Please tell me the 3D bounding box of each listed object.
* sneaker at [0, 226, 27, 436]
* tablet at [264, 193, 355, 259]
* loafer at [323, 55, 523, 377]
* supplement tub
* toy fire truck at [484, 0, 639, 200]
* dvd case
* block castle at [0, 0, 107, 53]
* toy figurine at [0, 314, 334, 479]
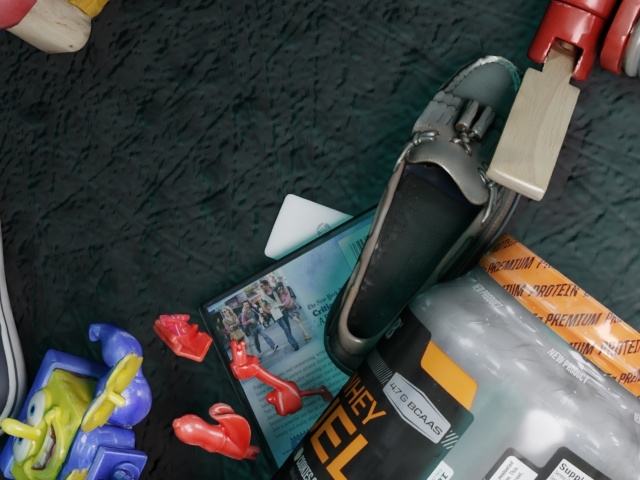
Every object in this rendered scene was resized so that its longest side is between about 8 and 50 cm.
[{"bbox_3d":[-0.342,0.012,0.999,0.126,0.127,0.321,-27,72,14],"label":"sneaker"},{"bbox_3d":[0.000,0.000,0.947,0.083,0.006,0.054,21,88,20],"label":"tablet"},{"bbox_3d":[0.086,-0.023,0.857,0.096,0.084,0.268,25,78,10],"label":"loafer"},{"bbox_3d":[0.082,0.164,0.767,0.193,0.193,0.316,39,95,20],"label":"supplement tub"},{"bbox_3d":[0.233,-0.131,0.826,0.217,0.158,0.246,28,102,20],"label":"toy fire truck"},{"bbox_3d":[0.032,0.119,0.903,0.180,0.022,0.253,-29,75,12],"label":"dvd case"},{"bbox_3d":[-0.302,-0.408,1.009,0.303,0.213,0.453,-46,70,6],"label":"block castle"},{"bbox_3d":[-0.174,0.197,0.929,0.217,0.191,0.363,37,106,52],"label":"toy figurine"}]
